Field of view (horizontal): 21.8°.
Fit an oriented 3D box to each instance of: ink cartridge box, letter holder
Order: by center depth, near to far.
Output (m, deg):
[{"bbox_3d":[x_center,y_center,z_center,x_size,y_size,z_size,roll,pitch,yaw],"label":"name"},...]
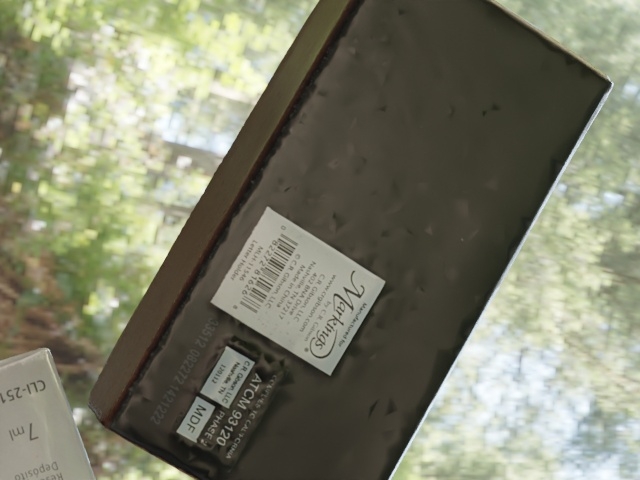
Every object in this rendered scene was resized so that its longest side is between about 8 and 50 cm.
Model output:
[{"bbox_3d":[-0.165,0.218,0.971,0.296,0.066,0.261,138,-67,-69],"label":"ink cartridge box"},{"bbox_3d":[0.000,0.000,0.977,0.302,0.152,0.214,-60,-167,-5],"label":"letter holder"}]
